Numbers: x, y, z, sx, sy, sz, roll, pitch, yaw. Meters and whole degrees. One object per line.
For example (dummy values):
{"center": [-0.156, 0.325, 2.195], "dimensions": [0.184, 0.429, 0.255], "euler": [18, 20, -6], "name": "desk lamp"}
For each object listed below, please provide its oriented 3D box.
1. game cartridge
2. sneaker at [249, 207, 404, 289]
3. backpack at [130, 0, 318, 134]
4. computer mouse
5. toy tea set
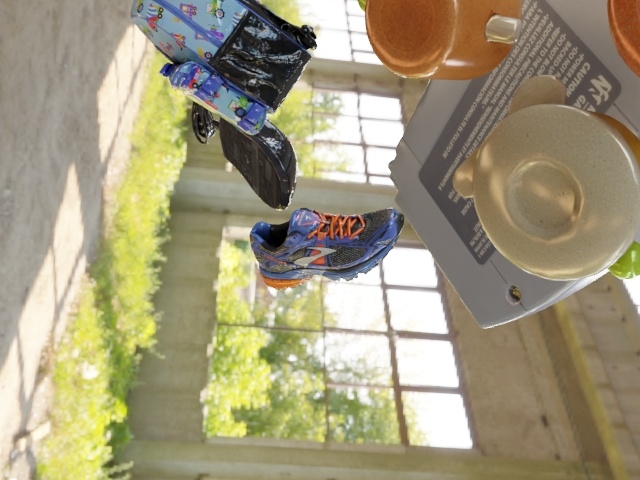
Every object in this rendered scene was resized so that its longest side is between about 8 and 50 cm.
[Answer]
{"center": [0.155, -0.068, 0.562], "dimensions": [0.198, 0.062, 0.297], "euler": [55, -32, 21], "name": "game cartridge"}
{"center": [0.000, 0.000, 0.944], "dimensions": [0.087, 0.221, 0.083], "euler": [56, 35, -28], "name": "sneaker"}
{"center": [-0.110, -0.195, 0.756], "dimensions": [0.117, 0.173, 0.158], "euler": [-58, -159, 2], "name": "backpack"}
{"center": [-0.097, -0.169, 1.032], "dimensions": [0.262, 0.060, 0.184], "euler": [42, -35, 40], "name": "computer mouse"}
{"center": [0.107, -0.155, 0.395], "dimensions": [0.336, 0.124, 0.200], "euler": [56, -45, 13], "name": "toy tea set"}
